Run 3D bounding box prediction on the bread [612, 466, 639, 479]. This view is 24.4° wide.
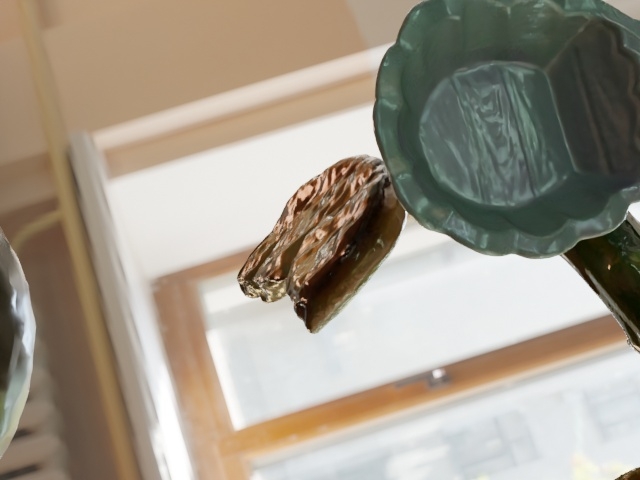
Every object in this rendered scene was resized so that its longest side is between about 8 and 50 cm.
[{"bbox_3d":[0.318,0.303,1.242,0.271,0.139,0.077,44,25,-18],"label":"bread"}]

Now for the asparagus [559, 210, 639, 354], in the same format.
[{"bbox_3d":[0.224,-0.020,1.272,0.343,0.085,0.082,55,-12,42],"label":"asparagus"}]

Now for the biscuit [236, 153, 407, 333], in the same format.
[{"bbox_3d":[0.002,-0.004,1.259,0.045,0.154,0.299,34,-4,-15],"label":"biscuit"}]

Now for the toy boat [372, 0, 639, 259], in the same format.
[{"bbox_3d":[0.147,-0.086,1.060,0.100,0.290,0.199,-18,-95,63],"label":"toy boat"}]

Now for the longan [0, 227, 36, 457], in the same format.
[{"bbox_3d":[-0.527,0.097,1.651,0.436,0.404,0.404,23,-41,41],"label":"longan"}]
